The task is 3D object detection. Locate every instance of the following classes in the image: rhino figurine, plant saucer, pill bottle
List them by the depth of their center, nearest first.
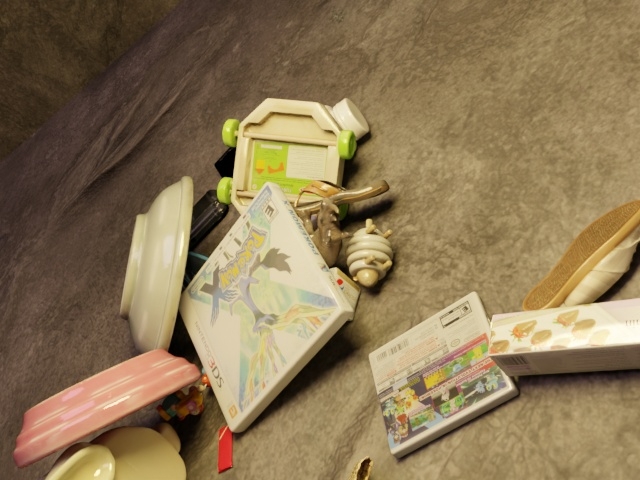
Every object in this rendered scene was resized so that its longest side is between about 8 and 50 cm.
[{"bbox_3d":[-0.372,0.277,1.279,0.332,0.332,0.084,-30,84,25],"label":"plant saucer"},{"bbox_3d":[0.000,0.000,1.294,0.243,0.073,0.106,124,134,-61],"label":"rhino figurine"},{"bbox_3d":[-0.342,0.059,1.510,0.400,0.100,0.401,-170,90,-76],"label":"plant saucer"},{"bbox_3d":[-0.008,-0.199,1.540,0.215,0.117,0.117,-34,38,20],"label":"pill bottle"}]

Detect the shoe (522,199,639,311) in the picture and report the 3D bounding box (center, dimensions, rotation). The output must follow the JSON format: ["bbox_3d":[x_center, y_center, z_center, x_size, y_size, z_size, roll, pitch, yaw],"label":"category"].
[{"bbox_3d":[0.364,0.035,0.992,0.219,0.058,0.076,-45,15,0],"label":"shoe"}]

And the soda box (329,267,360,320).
[{"bbox_3d":[-0.036,0.107,1.330,0.216,0.074,0.069,-11,51,42],"label":"soda box"}]

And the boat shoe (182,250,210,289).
[{"bbox_3d":[-0.237,0.079,1.535,0.258,0.109,0.089,15,86,63],"label":"boat shoe"}]

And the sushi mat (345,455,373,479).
[{"bbox_3d":[0.019,0.339,0.921,0.019,0.316,0.151,31,76,10],"label":"sushi mat"}]

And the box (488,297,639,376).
[{"bbox_3d":[0.363,0.114,0.889,0.323,0.067,0.063,-13,48,37],"label":"box"}]

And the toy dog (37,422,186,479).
[{"bbox_3d":[-0.449,0.481,1.266,0.407,0.284,0.395,-30,27,25],"label":"toy dog"}]

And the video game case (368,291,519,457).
[{"bbox_3d":[0.170,0.192,1.077,0.201,0.023,0.184,-34,38,19],"label":"video game case"}]

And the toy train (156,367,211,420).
[{"bbox_3d":[-0.239,0.289,1.412,0.166,0.046,0.125,-27,26,36],"label":"toy train"}]

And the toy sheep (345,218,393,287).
[{"bbox_3d":[0.085,0.021,1.269,0.091,0.091,0.132,-18,50,37],"label":"toy sheep"}]

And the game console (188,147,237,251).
[{"bbox_3d":[-0.252,-0.098,1.778,0.361,0.044,0.213,-45,34,5],"label":"game console"}]

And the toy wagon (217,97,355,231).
[{"bbox_3d":[-0.073,-0.103,1.469,0.267,0.068,0.345,9,97,20],"label":"toy wagon"}]

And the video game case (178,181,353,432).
[{"bbox_3d":[-0.114,0.115,1.292,0.329,0.036,0.300,-50,53,26],"label":"video game case"}]

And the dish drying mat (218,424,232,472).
[{"bbox_3d":[-0.167,0.362,1.294,0.032,0.008,0.083,-31,39,23],"label":"dish drying mat"}]

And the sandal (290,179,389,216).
[{"bbox_3d":[0.015,-0.087,1.352,0.219,0.060,0.090,-14,6,18],"label":"sandal"}]
